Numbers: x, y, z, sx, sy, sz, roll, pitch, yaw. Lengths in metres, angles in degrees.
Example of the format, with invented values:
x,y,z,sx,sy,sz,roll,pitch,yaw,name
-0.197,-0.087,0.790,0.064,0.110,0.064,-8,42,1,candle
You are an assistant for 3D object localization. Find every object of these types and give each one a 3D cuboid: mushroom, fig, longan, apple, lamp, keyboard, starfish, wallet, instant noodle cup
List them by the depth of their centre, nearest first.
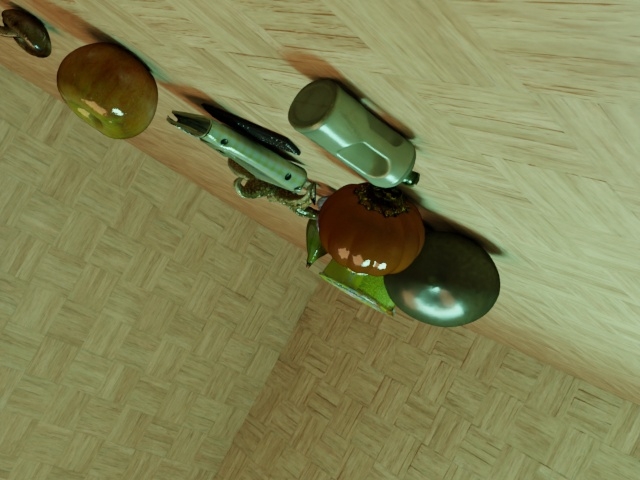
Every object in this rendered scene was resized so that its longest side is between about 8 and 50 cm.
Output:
x,y,z,sx,sy,sz,roll,pitch,yaw,name
0.103,-0.025,1.594,0.223,0.196,0.223,12,-148,-8,lamp
0.259,0.085,1.707,0.246,0.215,0.246,-11,166,-3,longan
-0.459,-0.334,1.713,0.210,0.173,0.235,33,167,5,apple
-0.157,-0.249,1.765,0.251,0.017,0.087,26,174,25,keyboard
-0.198,-0.217,1.852,0.310,0.077,0.223,28,-178,-41,wallet
-0.719,-0.507,1.880,0.171,0.080,0.135,30,162,-8,mushroom
-0.118,-0.142,2.151,0.312,0.113,0.303,21,-175,-46,starfish
0.151,0.081,2.348,0.264,0.200,0.264,29,174,3,instant noodle cup
0.018,-0.001,2.417,0.127,0.184,0.133,1,168,-1,fig

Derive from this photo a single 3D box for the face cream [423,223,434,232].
x,y,z,sx,sy,sz,roll,pitch,yaw,name
0.292,0.036,1.869,0.284,0.073,0.073,31,174,-33,face cream

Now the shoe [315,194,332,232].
x,y,z,sx,sy,sz,roll,pitch,yaw,name
0.041,-0.023,2.080,0.095,0.137,0.245,-8,162,-1,shoe

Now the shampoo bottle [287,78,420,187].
x,y,z,sx,sy,sz,roll,pitch,yaw,name
0.068,-0.146,1.187,0.234,0.087,0.118,31,175,-34,shampoo bottle
